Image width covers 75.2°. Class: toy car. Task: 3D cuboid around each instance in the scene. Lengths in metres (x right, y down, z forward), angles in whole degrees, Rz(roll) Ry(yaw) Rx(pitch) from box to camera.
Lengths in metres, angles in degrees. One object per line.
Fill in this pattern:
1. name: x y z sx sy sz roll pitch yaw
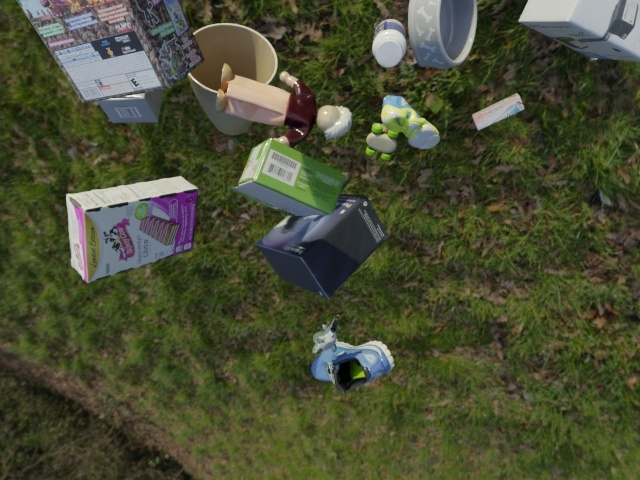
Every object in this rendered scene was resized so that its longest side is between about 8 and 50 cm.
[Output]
1. toy car: 0.310 -0.514 2.022 0.149 0.188 0.155 17 136 5

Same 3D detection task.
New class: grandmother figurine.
1. grandmother figurine: -0.086 -0.331 1.061 0.343 0.104 0.207 10 92 -10

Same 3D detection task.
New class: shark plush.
1. shark plush: 0.010 0.254 1.142 0.161 0.073 0.067 101 157 -50

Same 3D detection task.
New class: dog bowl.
1. dog bowl: 0.442 -0.776 1.462 0.102 0.349 0.348 14 126 40

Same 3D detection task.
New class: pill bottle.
1. pill bottle: 0.228 -0.647 1.373 0.112 0.186 0.111 5 132 5

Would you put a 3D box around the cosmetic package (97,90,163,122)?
1. cosmetic package: -0.484 -0.429 1.085 0.127 0.237 0.107 -3 158 -1

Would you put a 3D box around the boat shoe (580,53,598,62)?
1. boat shoe: 0.997 -0.735 1.433 0.074 0.080 0.223 28 124 3

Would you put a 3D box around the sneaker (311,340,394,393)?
1. sneaker: 0.068 0.398 1.309 0.330 0.147 0.129 -29 84 47

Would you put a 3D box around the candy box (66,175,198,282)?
1. candy box: -0.365 -0.029 0.830 0.071 0.234 0.159 33 125 29

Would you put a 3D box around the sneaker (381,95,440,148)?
1. sneaker: 0.279 -0.376 1.282 0.091 0.240 0.126 -29 56 39

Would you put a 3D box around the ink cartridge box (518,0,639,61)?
1. ink cartridge box: 0.771 -0.628 1.179 0.308 0.223 0.128 13 114 -18

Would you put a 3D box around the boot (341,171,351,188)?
1. boot: 0.059 -0.206 1.851 0.219 0.106 0.082 -40 122 20

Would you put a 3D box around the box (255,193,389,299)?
1. box: 0.000 0.000 1.339 0.296 0.294 0.182 12 141 54

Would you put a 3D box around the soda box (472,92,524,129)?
1. soda box: 0.701 -0.509 1.647 0.183 0.058 0.062 -22 109 27

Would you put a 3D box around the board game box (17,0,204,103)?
1. board game box: -0.400 -0.433 0.770 0.232 0.141 0.290 0 133 22

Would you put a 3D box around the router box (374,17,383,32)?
1. router box: 0.259 -0.828 1.665 0.092 0.122 0.038 33 129 -23

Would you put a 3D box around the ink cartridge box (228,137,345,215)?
1. ink cartridge box: -0.092 -0.133 0.963 0.189 0.096 0.255 22 173 -25

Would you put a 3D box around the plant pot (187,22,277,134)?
1. plant pot: -0.272 -0.455 1.266 0.256 0.256 0.274 41 157 6
